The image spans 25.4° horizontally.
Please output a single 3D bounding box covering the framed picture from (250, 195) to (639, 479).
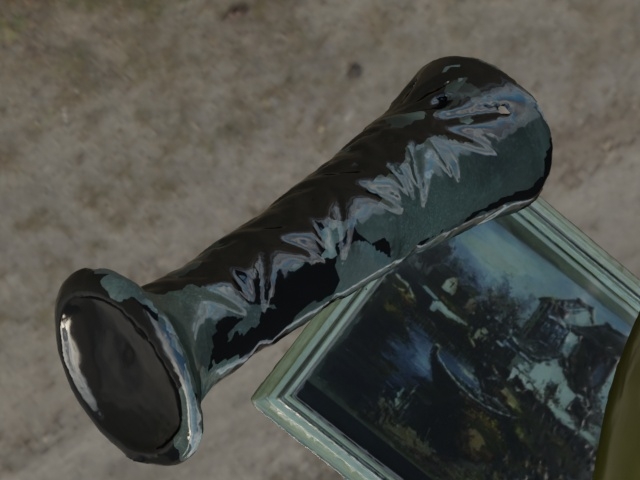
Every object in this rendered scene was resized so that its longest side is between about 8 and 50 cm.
[{"bbox_3d":[0.137,0.105,0.937,0.296,0.019,0.232,38,81,-8],"label":"framed picture"}]

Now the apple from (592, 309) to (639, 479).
[{"bbox_3d":[0.325,0.105,0.462,0.473,0.473,0.473,-24,135,-26],"label":"apple"}]

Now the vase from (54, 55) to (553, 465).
[{"bbox_3d":[0.000,0.000,0.423,0.167,0.059,0.059,-34,141,-39],"label":"vase"}]
